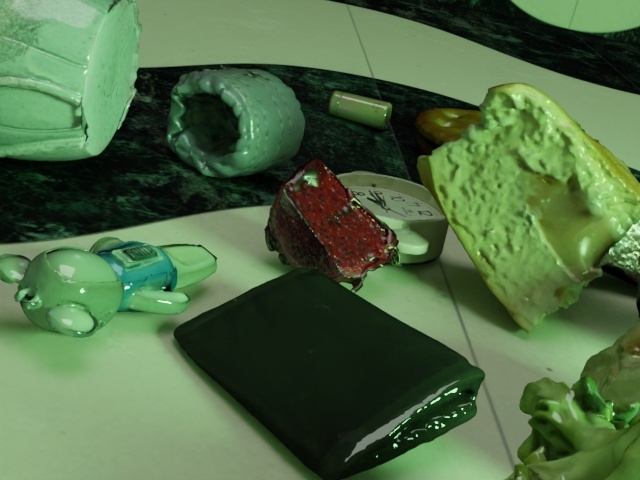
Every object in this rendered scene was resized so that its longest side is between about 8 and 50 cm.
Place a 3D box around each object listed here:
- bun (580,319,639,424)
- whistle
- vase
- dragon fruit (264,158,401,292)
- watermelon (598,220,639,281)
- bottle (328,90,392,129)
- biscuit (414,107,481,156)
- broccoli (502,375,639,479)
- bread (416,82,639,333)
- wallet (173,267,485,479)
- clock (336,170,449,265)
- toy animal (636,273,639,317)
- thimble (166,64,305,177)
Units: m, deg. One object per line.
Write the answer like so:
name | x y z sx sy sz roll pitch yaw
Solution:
bun | 0.296 0.122 0.849 0.220 0.134 0.220 -26 19 10
whistle | -0.179 0.037 0.940 0.114 0.077 0.235 35 24 24
vase | -0.447 -0.225 1.204 0.445 0.250 0.250 11 23 3
dragon fruit | 0.000 0.000 1.114 0.147 0.096 0.102 51 43 7
watermelon | 0.382 0.003 1.286 0.158 0.121 0.098 16 1 -4
bottle | 0.062 -0.206 1.660 0.096 0.045 0.045 17 23 10
biscuit | 0.247 -0.144 1.596 0.220 0.066 0.220 8 23 -3
broccoli | 0.188 0.178 0.595 0.248 0.246 0.288 -9 25 -25
bread | 0.244 -0.050 1.162 0.224 0.183 0.211 51 24 9
wallet | 0.001 0.104 0.890 0.168 0.052 0.245 -24 37 -30
clock | 0.072 -0.025 1.232 0.155 0.063 0.229 4 22 -15
toy animal | 0.473 0.077 1.049 0.344 0.194 0.302 23 21 15
thimble | -0.110 -0.150 1.329 0.151 0.127 0.118 23 23 34
